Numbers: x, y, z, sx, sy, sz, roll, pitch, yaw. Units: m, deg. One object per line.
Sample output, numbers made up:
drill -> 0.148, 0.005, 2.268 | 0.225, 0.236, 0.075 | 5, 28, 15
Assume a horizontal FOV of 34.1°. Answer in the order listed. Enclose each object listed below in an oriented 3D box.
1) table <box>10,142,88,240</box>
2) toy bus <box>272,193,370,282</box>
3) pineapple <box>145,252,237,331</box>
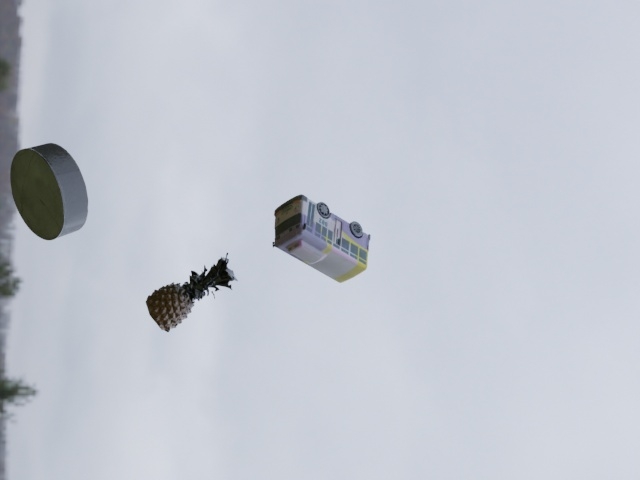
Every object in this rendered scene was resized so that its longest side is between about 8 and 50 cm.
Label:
table -> -0.384, -0.070, 1.476 | 0.133, 0.043, 0.133 | 20, -60, 39
toy bus -> 0.000, 0.000, 1.100 | 0.052, 0.102, 0.058 | -30, -137, 39
pineapple -> -0.158, 0.062, 1.308 | 0.058, 0.124, 0.058 | 57, 1, -1
